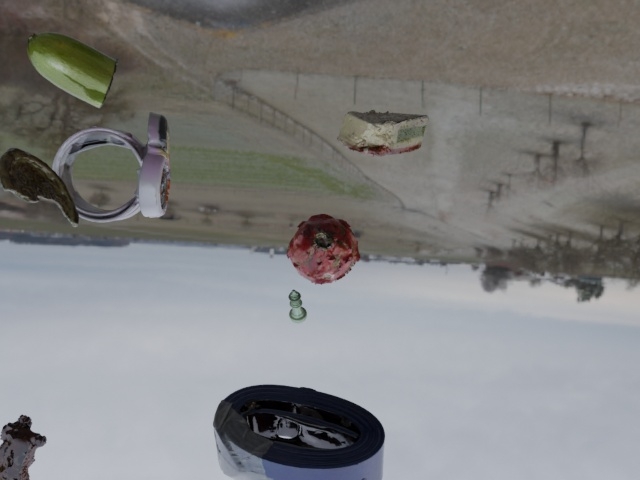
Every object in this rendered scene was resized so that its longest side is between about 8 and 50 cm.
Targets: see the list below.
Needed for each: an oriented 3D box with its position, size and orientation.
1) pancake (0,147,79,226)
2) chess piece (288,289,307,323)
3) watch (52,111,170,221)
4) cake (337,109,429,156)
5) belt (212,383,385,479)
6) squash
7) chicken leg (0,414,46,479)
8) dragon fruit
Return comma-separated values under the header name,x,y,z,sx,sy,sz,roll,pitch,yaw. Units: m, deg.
name,x,y,z,sx,sy,sz,roll,pitch,yaw
pancake,-0.535,-0.095,1.158,0.020,0.184,0.190,-26,-170,11
chess piece,-0.076,0.202,1.925,0.059,0.059,0.149,1,141,4
watch,-0.446,-0.163,1.331,0.232,0.243,0.196,3,-175,-3
cake,0.159,-0.226,1.315,0.221,0.086,0.116,2,-151,-24
belt,-0.045,0.409,1.224,0.347,0.117,0.212,8,-149,16
squash,-0.540,-0.379,1.313,0.187,0.123,0.123,26,165,-33
chicken leg,-0.585,0.443,1.186,0.090,0.218,0.048,5,-175,-14
dragon fruit,0.000,0.000,1.233,0.153,0.152,0.111,1,157,6
